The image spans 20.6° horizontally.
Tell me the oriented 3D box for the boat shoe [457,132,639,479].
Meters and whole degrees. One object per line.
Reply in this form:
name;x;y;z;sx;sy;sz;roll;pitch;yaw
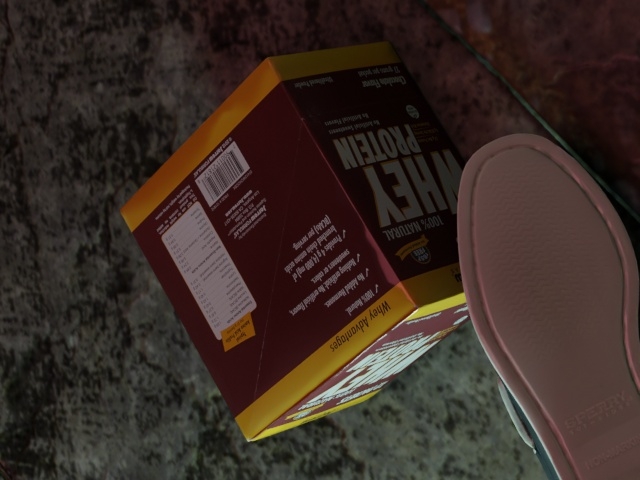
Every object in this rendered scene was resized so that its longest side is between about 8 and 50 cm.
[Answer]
boat shoe;0.160;0.082;1.111;0.114;0.091;0.302;-16;82;-1

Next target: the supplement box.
supplement box;0.000;0.000;1.213;0.191;0.129;0.194;-42;72;39
